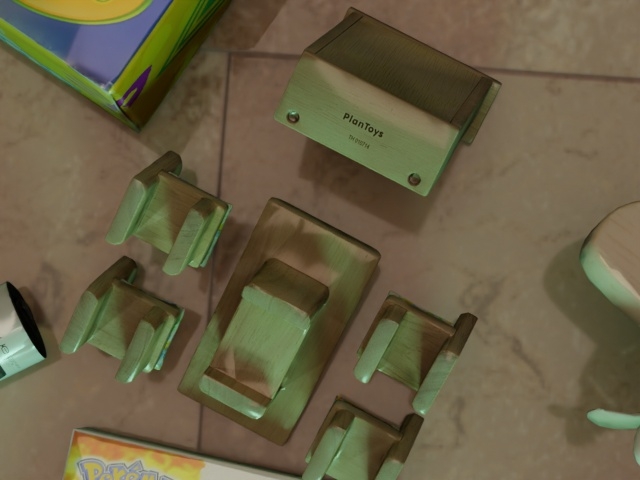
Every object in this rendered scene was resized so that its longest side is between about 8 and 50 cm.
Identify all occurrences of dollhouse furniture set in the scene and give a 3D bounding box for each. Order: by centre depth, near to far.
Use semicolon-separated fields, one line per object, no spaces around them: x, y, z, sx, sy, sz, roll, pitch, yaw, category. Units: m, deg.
0.000;0.000;1.160;0.212;0.161;0.242;28;109;4;dollhouse furniture set

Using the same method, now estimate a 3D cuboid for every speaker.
-0.239;0.077;1.180;0.136;0.055;0.055;-26;85;-1;speaker

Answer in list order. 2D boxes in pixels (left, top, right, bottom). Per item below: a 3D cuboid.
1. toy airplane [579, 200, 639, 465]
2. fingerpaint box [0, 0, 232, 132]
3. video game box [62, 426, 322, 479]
0.343;0.160;1.045;0.386;0.272;0.384;-3;85;2;toy airplane
-0.191;-0.344;1.157;0.445;0.163;0.371;34;87;4;fingerpaint box
-0.070;0.225;1.168;0.205;0.048;0.187;12;84;3;video game box
